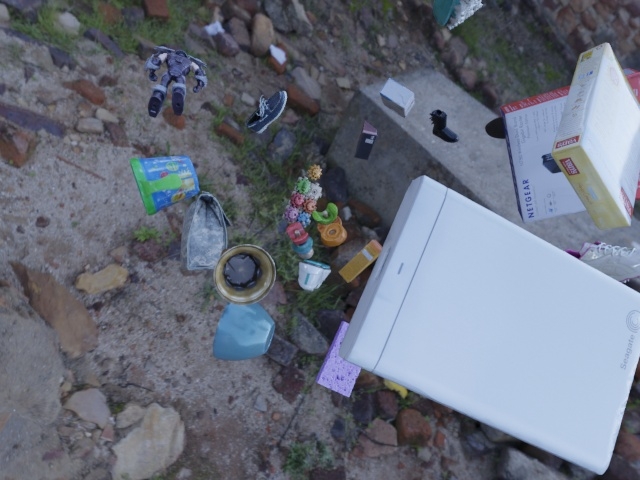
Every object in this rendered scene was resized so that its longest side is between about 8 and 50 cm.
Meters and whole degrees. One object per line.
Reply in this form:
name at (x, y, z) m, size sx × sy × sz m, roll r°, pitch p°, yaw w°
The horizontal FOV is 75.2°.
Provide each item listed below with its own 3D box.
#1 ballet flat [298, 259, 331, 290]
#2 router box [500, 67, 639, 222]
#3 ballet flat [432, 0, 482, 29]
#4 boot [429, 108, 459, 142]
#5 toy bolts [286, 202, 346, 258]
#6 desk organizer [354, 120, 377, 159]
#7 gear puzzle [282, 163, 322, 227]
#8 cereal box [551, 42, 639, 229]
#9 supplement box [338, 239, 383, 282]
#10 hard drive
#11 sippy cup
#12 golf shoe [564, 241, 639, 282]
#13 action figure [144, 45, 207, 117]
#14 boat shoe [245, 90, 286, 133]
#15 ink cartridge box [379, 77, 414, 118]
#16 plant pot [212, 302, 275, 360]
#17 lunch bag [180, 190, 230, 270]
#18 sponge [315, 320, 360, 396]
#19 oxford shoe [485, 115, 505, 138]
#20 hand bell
ballet flat at (-0.039, 0.153, 1.803) m, size 0.139 × 0.400 × 0.139 m, roll 0°, pitch 87°, yaw 5°
router box at (0.670, -0.236, 1.110) m, size 0.082 × 0.301 × 0.335 m, roll -70°, pitch 141°, yaw -57°
ballet flat at (0.355, -0.634, 0.917) m, size 0.147 × 0.409 × 0.147 m, roll 0°, pitch 87°, yaw 2°
boot at (0.451, -0.418, 1.514) m, size 0.045 × 0.099 × 0.121 m, roll -39°, pitch 52°, yaw -15°
toy bolts at (0.000, 0.000, 1.651) m, size 0.229 × 0.158 × 0.218 m, roll -26°, pitch 47°, yaw -4°
desk organizer at (0.145, -0.318, 1.327) m, size 0.047 × 0.130 × 0.050 m, roll 11°, pitch 65°, yaw -2°
gear puzzle at (-0.065, -0.238, 2.193) m, size 0.175 × 0.044 × 0.339 m, roll 23°, pitch 89°, yaw -35°
cereal box at (0.435, -0.161, 0.639) m, size 0.173 × 0.047 × 0.240 m, roll 43°, pitch 62°, yaw -24°
supplement box at (0.197, 0.100, 2.001) m, size 0.080 × 0.233 × 0.078 m, roll 47°, pitch 13°, yaw 12°
hard drive at (0.226, 0.104, 0.509) m, size 0.353 × 0.047 × 0.233 m, roll 27°, pitch 79°, yaw -10°
sippy cup at (-0.622, -0.240, 1.685) m, size 0.224 × 0.240 × 0.305 m, roll -19°, pitch 51°, yaw -21°
golf shoe at (0.898, 0.061, 1.296) m, size 0.115 × 0.306 × 0.140 m, roll -26°, pitch 88°, yaw -36°
action figure at (-0.454, -0.501, 1.288) m, size 0.185 × 0.099 × 0.285 m, roll 6°, pitch 52°, yaw -9°
boat shoe at (-0.240, -0.564, 1.808) m, size 0.079 × 0.254 × 0.095 m, roll 13°, pitch 63°, yaw -37°
ink cartridge box at (0.278, -0.506, 1.493) m, size 0.104 × 0.061 × 0.181 m, roll 36°, pitch 11°, yaw 8°
plant pot at (-0.309, 0.389, 1.783) m, size 0.195 × 0.290 × 0.290 m, roll 16°, pitch 57°, yaw 6°
lunch bag at (-0.440, -0.030, 1.580) m, size 0.169 × 0.235 × 0.287 m, roll 2°, pitch 86°, yaw -24°
sponge at (0.080, 0.377, 1.331) m, size 0.117 × 0.031 × 0.210 m, roll 29°, pitch 76°, yaw -11°
oxford shoe at (0.591, -0.356, 1.221) m, size 0.076 × 0.212 × 0.076 m, roll -49°, pitch 114°, yaw -30°
hand bell at (-0.193, 0.049, 0.941) m, size 0.126 × 0.242 × 0.126 m, roll -4°, pitch 101°, yaw -21°
